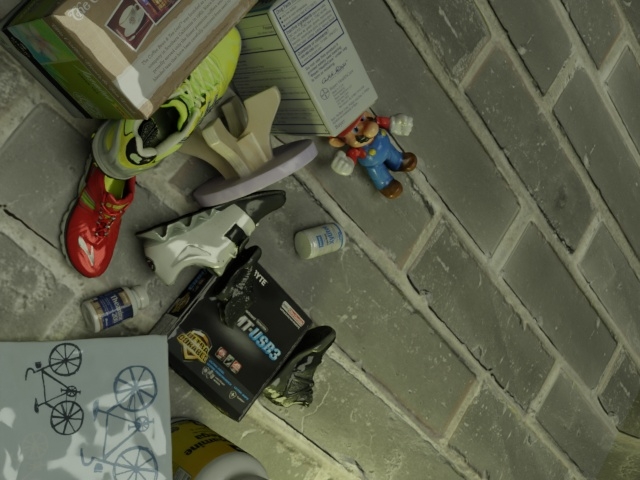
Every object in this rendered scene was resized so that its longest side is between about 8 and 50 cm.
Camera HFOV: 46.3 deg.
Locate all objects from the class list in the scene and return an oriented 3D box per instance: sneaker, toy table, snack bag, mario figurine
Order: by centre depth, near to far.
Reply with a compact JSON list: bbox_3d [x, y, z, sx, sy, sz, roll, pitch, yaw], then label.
[{"bbox_3d":[-0.249,-0.257,1.374,0.145,0.147,0.384,47,63,-32],"label":"sneaker"},{"bbox_3d":[-0.447,0.343,1.402,0.343,0.037,0.323,1,75,-25],"label":"snack bag"},{"bbox_3d":[-0.410,-0.062,1.413,0.107,0.118,0.278,12,90,-38],"label":"sneaker"},{"bbox_3d":[-0.164,-0.194,1.524,0.274,0.252,0.160,-26,110,4],"label":"toy table"},{"bbox_3d":[-0.208,-0.007,1.569,0.331,0.122,0.146,-24,99,-22],"label":"sneaker"},{"bbox_3d":[-0.165,0.098,1.593,0.170,0.051,0.089,-51,122,-16],"label":"sneaker"},{"bbox_3d":[0.128,-0.225,1.772,0.320,0.170,0.198,39,39,-43],"label":"mario figurine"},{"bbox_3d":[-0.038,0.309,1.790,0.227,0.087,0.130,-44,123,-21],"label":"sneaker"}]

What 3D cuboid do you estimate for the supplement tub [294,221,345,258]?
[{"bbox_3d":[0.000,0.000,1.777,0.107,0.071,0.071,-17,108,-36],"label":"supplement tub"}]

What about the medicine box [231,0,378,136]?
[{"bbox_3d":[-0.066,-0.370,1.540,0.149,0.264,0.289,-44,122,-25],"label":"medicine box"}]

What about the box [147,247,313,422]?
[{"bbox_3d":[-0.194,0.201,1.659,0.293,0.073,0.295,-51,124,-19],"label":"box"}]

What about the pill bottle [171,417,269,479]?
[{"bbox_3d":[-0.222,0.495,1.514,0.188,0.334,0.187,-7,102,-38],"label":"pill bottle"}]

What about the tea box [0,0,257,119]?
[{"bbox_3d":[-0.332,-0.395,1.289,0.329,0.324,0.220,-52,124,-18],"label":"tea box"}]

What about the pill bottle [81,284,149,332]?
[{"bbox_3d":[-0.404,0.131,1.482,0.120,0.067,0.067,-23,111,-33],"label":"pill bottle"}]
